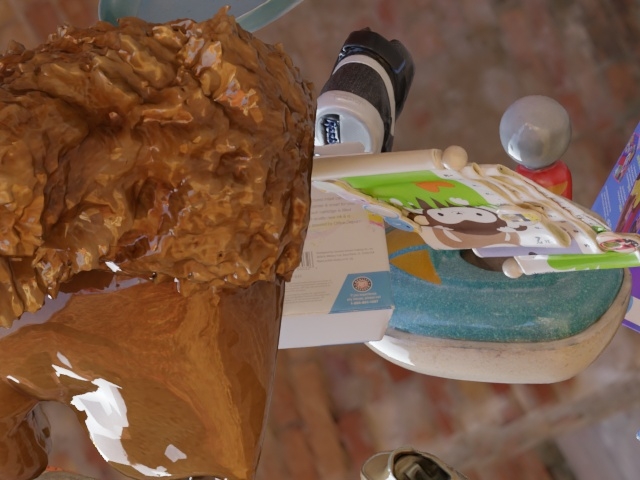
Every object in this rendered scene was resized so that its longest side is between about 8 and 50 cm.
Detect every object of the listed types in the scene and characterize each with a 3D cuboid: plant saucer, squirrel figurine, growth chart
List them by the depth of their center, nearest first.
[{"bbox_3d":[-0.204,-0.008,1.130,0.397,0.370,0.281,114,163,-61],"label":"squirrel figurine"},{"bbox_3d":[0.105,-0.018,1.316,0.237,0.021,0.172,23,160,-37],"label":"growth chart"},{"bbox_3d":[-0.082,-0.292,1.991,0.044,0.317,0.317,56,180,-33],"label":"plant saucer"}]

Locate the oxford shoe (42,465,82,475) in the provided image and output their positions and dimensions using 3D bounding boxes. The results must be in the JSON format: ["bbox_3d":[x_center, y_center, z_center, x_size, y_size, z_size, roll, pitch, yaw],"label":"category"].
[{"bbox_3d":[-0.412,0.333,2.100,0.133,0.363,0.130,-100,0,-49],"label":"oxford shoe"}]

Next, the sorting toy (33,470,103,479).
[{"bbox_3d":[-0.130,0.252,1.430,0.307,0.229,0.041,124,155,-59],"label":"sorting toy"}]

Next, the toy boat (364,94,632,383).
[{"bbox_3d":[0.156,-0.003,1.726,0.318,0.267,0.148,-53,-39,-51],"label":"toy boat"}]

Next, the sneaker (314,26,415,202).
[{"bbox_3d":[0.036,-0.089,1.595,0.079,0.121,0.217,21,150,5],"label":"sneaker"}]

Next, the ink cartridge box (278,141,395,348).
[{"bbox_3d":[0.000,0.000,1.476,0.090,0.092,0.143,100,165,-70],"label":"ink cartridge box"}]

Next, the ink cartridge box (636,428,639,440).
[{"bbox_3d":[0.511,0.152,2.158,0.129,0.223,0.307,38,-159,24],"label":"ink cartridge box"}]

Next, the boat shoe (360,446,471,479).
[{"bbox_3d":[0.089,0.220,1.823,0.072,0.068,0.190,50,159,-24],"label":"boat shoe"}]

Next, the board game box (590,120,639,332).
[{"bbox_3d":[0.379,-0.061,2.058,0.078,0.233,0.347,26,-161,-3],"label":"board game box"}]
